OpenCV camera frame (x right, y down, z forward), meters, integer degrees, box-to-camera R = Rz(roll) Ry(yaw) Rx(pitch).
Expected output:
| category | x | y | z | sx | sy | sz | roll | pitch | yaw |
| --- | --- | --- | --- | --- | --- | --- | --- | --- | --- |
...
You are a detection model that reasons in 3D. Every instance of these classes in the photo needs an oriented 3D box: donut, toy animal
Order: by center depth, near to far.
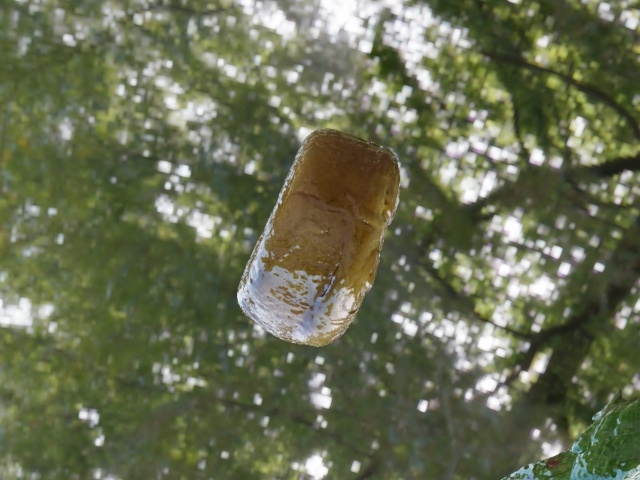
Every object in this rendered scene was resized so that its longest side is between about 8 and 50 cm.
| category | x | y | z | sx | sy | sz | roll | pitch | yaw |
| --- | --- | --- | --- | --- | --- | --- | --- | --- | --- |
| toy animal | 0.138 | 0.120 | 0.696 | 0.041 | 0.217 | 0.075 | 57 | -141 | 0 |
| donut | 0.001 | -0.001 | 1.270 | 0.114 | 0.226 | 0.226 | 23 | -147 | -3 |
